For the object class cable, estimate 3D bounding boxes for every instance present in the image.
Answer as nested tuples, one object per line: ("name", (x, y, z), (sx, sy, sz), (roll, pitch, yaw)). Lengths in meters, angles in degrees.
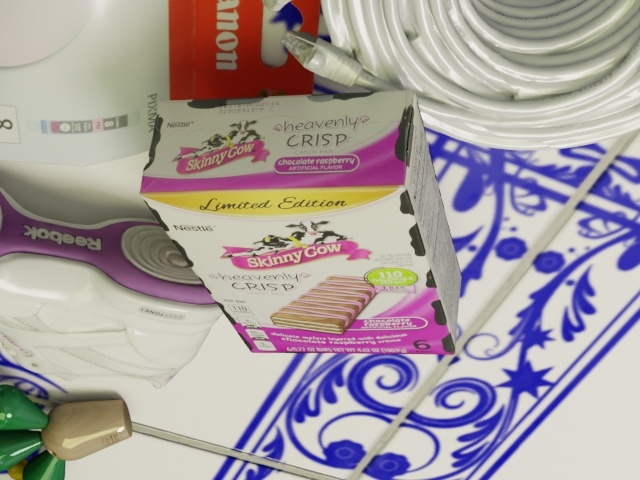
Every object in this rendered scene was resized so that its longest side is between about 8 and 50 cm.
("cable", (0.127, -0.163, 0.606), (0.257, 0.089, 0.257), (29, 126, -25))

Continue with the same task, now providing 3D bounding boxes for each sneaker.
("sneaker", (-0.223, 0.039, 0.772), (0.305, 0.114, 0.152), (17, 129, -15))

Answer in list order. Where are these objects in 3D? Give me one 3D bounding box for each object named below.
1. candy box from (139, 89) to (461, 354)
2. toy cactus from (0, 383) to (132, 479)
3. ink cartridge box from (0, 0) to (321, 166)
("candy box", (0.000, 0.000, 0.707), (0.159, 0.071, 0.233), (-1, 150, 15))
("toy cactus", (-0.253, 0.176, 0.920), (0.180, 0.112, 0.219), (-14, 123, 0))
("ink cartridge box", (-0.118, -0.130, 0.661), (0.232, 0.066, 0.189), (6, 132, 0))
